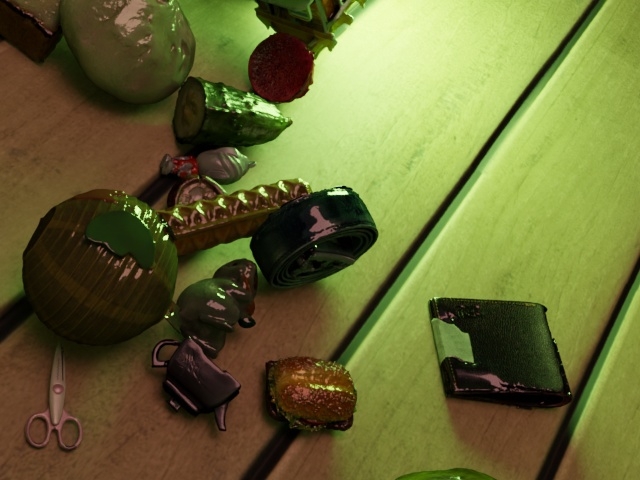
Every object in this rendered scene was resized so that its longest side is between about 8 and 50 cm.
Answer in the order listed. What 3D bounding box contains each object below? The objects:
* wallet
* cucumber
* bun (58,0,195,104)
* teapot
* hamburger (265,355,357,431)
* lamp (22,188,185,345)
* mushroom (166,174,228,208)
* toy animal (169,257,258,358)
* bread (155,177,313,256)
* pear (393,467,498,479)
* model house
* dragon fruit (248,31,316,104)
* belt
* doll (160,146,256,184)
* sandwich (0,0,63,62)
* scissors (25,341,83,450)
[{"bbox_3d":[0.346,0.210,2.013,0.262,0.071,0.221,6,53,-18],"label":"wallet"},{"bbox_3d":[-0.159,-0.239,2.032,0.244,0.134,0.134,3,54,-34],"label":"cucumber"},{"bbox_3d":[-0.339,-0.401,1.970,0.283,0.179,0.283,28,51,-41],"label":"bun"},{"bbox_3d":[-0.204,0.232,1.671,0.177,0.087,0.096,42,71,6],"label":"teapot"},{"bbox_3d":[-0.011,0.257,1.751,0.166,0.087,0.137,12,51,-22],"label":"hamburger"},{"bbox_3d":[-0.320,0.057,1.628,0.284,0.250,0.250,35,45,-18],"label":"lamp"},{"bbox_3d":[-0.220,-0.061,1.903,0.123,0.052,0.123,11,62,-20],"label":"mushroom"},{"bbox_3d":[-0.160,0.083,1.788,0.138,0.108,0.236,28,46,-7],"label":"toy animal"},{"bbox_3d":[-0.171,-0.039,1.843,0.367,0.084,0.077,-16,40,-31],"label":"bread"},{"bbox_3d":[0.193,0.512,1.499,0.352,0.352,0.413,22,40,-14],"label":"pear"},{"bbox_3d":[-0.090,-0.515,2.221,0.357,0.313,0.242,22,65,24],"label":"model house"},{"bbox_3d":[-0.069,-0.348,2.192,0.153,0.153,0.111,56,16,18],"label":"dragon fruit"},{"bbox_3d":[0.000,0.000,1.878,0.267,0.206,0.116,-5,60,-50],"label":"belt"},{"bbox_3d":[-0.210,-0.140,1.963,0.180,0.079,0.094,-1,31,-15],"label":"doll"},{"bbox_3d":[-0.582,-0.500,2.011,0.273,0.095,0.249,33,46,-5],"label":"sandwich"},{"bbox_3d":[-0.401,0.235,1.589,0.085,0.022,0.176,9,55,-20],"label":"scissors"}]
